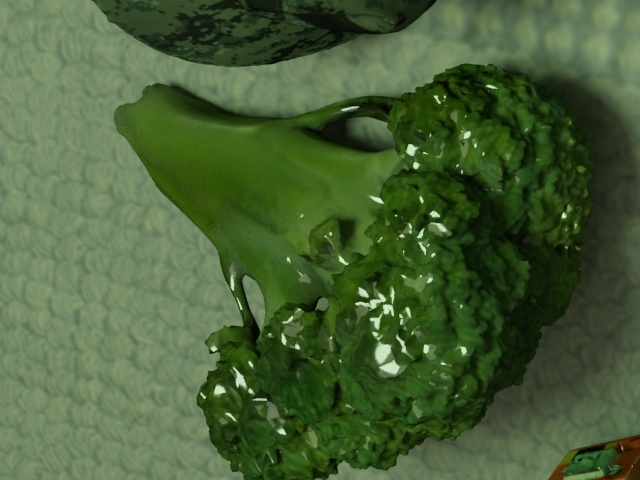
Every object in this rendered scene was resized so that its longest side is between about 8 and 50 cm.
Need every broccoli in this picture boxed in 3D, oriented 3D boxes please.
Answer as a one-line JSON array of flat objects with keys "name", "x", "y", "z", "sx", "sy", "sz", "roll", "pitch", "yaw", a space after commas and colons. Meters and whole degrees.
[{"name": "broccoli", "x": 0.022, "y": 0.027, "z": 1.037, "sx": 0.302, "sy": 0.186, "sz": 0.254, "roll": -5, "pitch": 75, "yaw": 47}]

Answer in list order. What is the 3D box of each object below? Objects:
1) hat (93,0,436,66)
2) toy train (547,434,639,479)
[{"name": "hat", "x": 0.004, "y": -0.180, "z": 0.896, "sx": 0.128, "sy": 0.265, "sz": 0.266, "roll": 53, "pitch": 137, "yaw": 49}, {"name": "toy train", "x": 0.209, "y": 0.207, "z": 1.063, "sx": 0.072, "sy": 0.099, "sz": 0.188, "roll": -20, "pitch": 103, "yaw": 34}]
